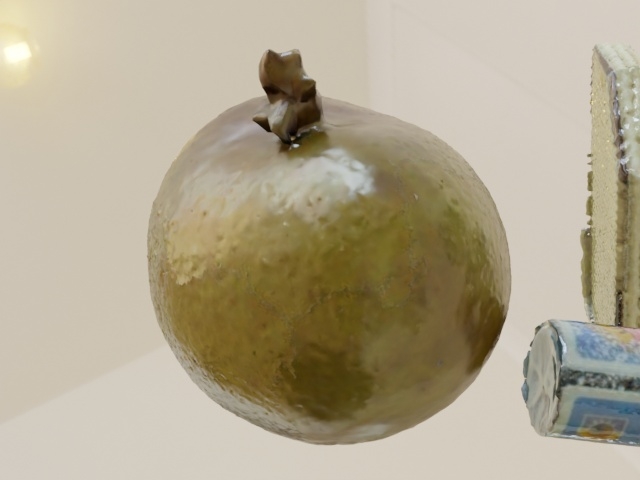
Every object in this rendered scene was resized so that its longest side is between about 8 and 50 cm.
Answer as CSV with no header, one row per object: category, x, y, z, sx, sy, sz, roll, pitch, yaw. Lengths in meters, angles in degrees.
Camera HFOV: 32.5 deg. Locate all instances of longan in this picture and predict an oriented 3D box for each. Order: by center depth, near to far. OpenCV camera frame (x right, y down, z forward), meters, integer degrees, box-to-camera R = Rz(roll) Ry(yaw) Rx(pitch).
longan,0.000,0.000,0.448,0.155,0.145,0.176,1,-58,25

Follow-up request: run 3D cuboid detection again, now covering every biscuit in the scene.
biscuit,0.250,-0.023,0.894,0.150,0.052,0.252,-84,169,-67

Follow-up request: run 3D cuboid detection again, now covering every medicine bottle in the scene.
medicine bottle,0.183,0.067,0.459,0.051,0.191,0.051,-172,-90,-85
